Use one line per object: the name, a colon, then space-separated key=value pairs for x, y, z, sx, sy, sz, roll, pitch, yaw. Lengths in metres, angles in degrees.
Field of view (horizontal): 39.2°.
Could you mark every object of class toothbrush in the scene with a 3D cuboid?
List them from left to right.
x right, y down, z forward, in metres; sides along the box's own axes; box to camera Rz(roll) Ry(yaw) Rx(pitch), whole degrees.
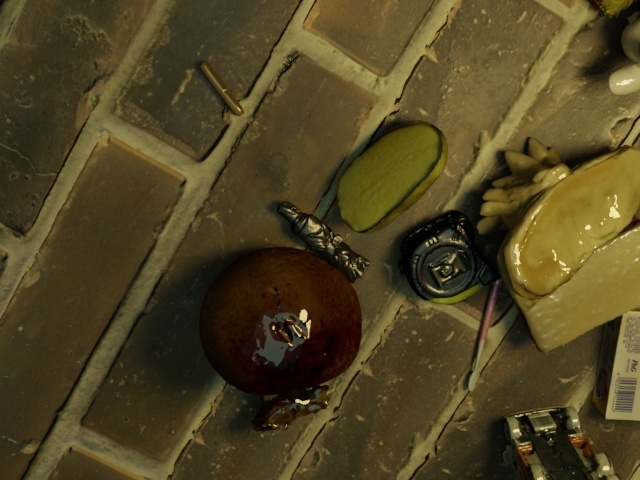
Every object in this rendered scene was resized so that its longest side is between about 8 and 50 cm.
toothbrush: x=0.370 y=0.204 z=2.026 sx=0.020 sy=0.025 sz=0.286 roll=11 pitch=102 yaw=-4

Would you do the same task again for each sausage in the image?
sausage: x=-0.203 y=-0.311 z=1.853 sx=0.024 sy=0.024 sz=0.132 roll=-36 pitch=103 yaw=5

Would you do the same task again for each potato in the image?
potato: x=0.161 y=-0.126 z=1.879 sx=0.272 sy=0.160 sz=0.111 roll=-45 pitch=145 yaw=10

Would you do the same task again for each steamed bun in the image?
steamed bun: x=0.477 y=-0.073 z=1.864 sx=0.428 sy=0.189 sz=0.247 roll=-45 pitch=109 yaw=-14

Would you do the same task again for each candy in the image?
candy: x=0.574 y=0.089 z=1.954 sx=0.320 sy=0.135 sz=0.179 roll=-28 pitch=105 yaw=5

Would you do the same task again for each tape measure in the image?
tape measure: x=0.270 y=0.053 z=1.936 sx=0.186 sy=0.112 sz=0.199 roll=-32 pitch=103 yaw=6

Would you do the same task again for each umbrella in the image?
umbrella: x=0.000 y=0.000 z=1.929 sx=0.235 sy=0.059 sz=0.066 roll=39 pitch=74 yaw=-13

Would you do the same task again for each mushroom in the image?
mushroom: x=-0.068 y=0.194 z=1.910 sx=0.331 sy=0.356 sz=0.334 roll=-22 pitch=67 yaw=4

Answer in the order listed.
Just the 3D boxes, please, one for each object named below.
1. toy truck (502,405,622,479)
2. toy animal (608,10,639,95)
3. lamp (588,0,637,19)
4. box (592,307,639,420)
toy truck: x=0.520 y=0.531 z=1.937 sx=0.173 sy=0.387 sz=0.207 roll=-9 pitch=112 yaw=-1
toy animal: x=0.698 y=-0.427 z=1.783 sx=0.154 sy=0.208 sz=0.325 roll=34 pitch=62 yaw=0
lamp: x=0.593 y=-0.541 z=1.792 sx=0.157 sy=0.135 sz=0.156 roll=41 pitch=98 yaw=-10
box: x=0.723 y=0.271 z=2.027 sx=0.168 sy=0.097 sz=0.265 roll=2 pitch=105 yaw=-4
